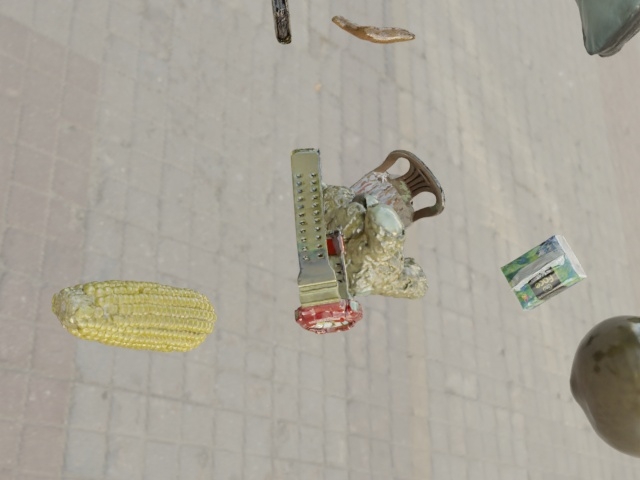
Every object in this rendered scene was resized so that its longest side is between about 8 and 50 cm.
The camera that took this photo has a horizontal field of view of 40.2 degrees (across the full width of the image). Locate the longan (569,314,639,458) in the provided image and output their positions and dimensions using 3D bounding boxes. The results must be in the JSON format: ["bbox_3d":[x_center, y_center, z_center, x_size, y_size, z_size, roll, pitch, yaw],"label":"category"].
[{"bbox_3d":[0.578,0.261,1.564,0.258,0.258,0.258,23,58,-45],"label":"longan"}]

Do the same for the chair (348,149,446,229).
[{"bbox_3d":[0.149,-0.084,2.014,0.183,0.326,0.176,-38,91,-6],"label":"chair"}]

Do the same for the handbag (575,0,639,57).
[{"bbox_3d":[0.444,-0.409,1.220,0.075,0.332,0.192,-4,71,-16],"label":"handbag"}]

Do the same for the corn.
[{"bbox_3d":[-0.321,0.136,1.584,0.347,0.130,0.130,13,66,-52],"label":"corn"}]

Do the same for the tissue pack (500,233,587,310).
[{"bbox_3d":[0.364,0.053,1.447,0.079,0.111,0.085,4,56,-59],"label":"tissue pack"}]

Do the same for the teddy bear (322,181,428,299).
[{"bbox_3d":[0.066,-0.007,1.618,0.256,0.156,0.267,59,0,42],"label":"teddy bear"}]

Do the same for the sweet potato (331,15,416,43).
[{"bbox_3d":[0.109,-0.431,1.815,0.044,0.179,0.044,10,90,-89],"label":"sweet potato"}]

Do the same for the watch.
[{"bbox_3d":[0.002,0.009,1.338,0.165,0.102,0.268,66,18,-61],"label":"watch"}]

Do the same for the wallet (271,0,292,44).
[{"bbox_3d":[-0.073,-0.442,1.467,0.110,0.031,0.198,88,-6,-76],"label":"wallet"}]
